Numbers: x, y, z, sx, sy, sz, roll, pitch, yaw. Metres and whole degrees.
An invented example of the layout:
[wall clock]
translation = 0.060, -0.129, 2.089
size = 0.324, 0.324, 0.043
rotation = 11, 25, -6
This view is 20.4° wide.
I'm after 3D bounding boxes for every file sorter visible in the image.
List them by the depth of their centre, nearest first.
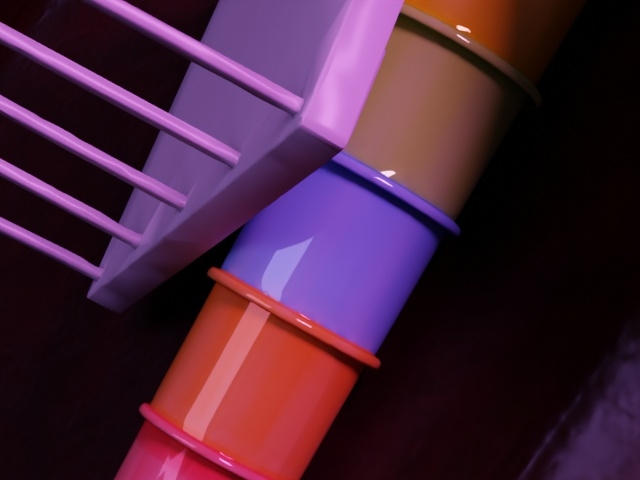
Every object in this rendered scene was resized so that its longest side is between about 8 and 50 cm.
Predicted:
[file sorter]
translation = -0.081, -0.118, 0.723
size = 0.278, 0.173, 0.193
rotation = -33, 32, 64

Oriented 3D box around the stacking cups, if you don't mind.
[stacking cups]
translation = 0.000, 0.000, 0.723
size = 0.096, 0.096, 0.316
rotation = 31, 89, 49
